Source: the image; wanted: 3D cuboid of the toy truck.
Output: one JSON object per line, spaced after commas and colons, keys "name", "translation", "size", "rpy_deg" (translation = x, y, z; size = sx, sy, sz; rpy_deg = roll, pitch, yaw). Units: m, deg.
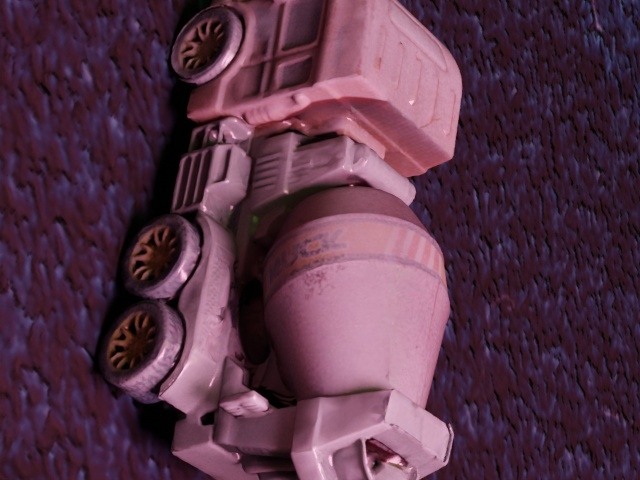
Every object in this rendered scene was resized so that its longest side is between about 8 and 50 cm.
{"name": "toy truck", "translation": [0.000, 0.000, 0.798], "size": [0.108, 0.140, 0.257], "rpy_deg": [38, 51, -41]}
